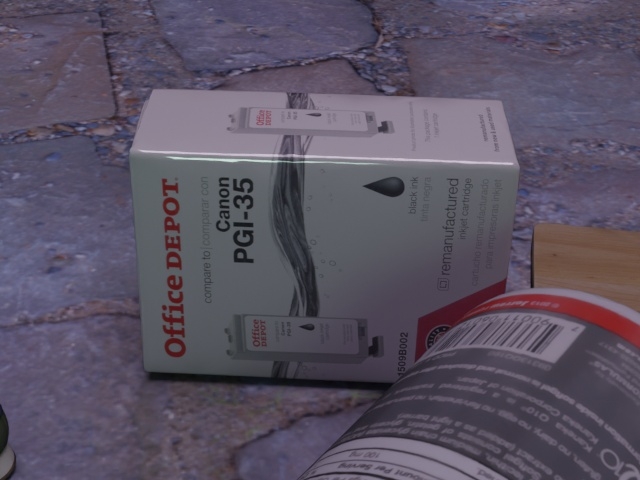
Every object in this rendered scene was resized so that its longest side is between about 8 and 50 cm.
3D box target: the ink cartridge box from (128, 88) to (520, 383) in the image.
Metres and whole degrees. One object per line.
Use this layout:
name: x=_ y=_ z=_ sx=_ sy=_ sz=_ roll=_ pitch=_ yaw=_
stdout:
ink cartridge box: x=0.000 y=0.000 z=0.900 sx=0.283 sy=0.207 sz=0.117 roll=2 pitch=31 yaw=1

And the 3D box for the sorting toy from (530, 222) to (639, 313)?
sorting toy: x=0.285 y=0.100 z=0.867 sx=0.257 sy=0.089 sz=0.255 roll=6 pitch=33 yaw=7

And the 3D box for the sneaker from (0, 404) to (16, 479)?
sneaker: x=-0.310 y=0.138 z=0.778 sx=0.192 sy=0.086 sz=0.064 roll=-10 pitch=34 yaw=-18

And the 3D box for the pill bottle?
pill bottle: x=0.068 y=0.193 z=0.599 sx=0.210 sy=0.210 sz=0.363 roll=22 pitch=38 yaw=28
